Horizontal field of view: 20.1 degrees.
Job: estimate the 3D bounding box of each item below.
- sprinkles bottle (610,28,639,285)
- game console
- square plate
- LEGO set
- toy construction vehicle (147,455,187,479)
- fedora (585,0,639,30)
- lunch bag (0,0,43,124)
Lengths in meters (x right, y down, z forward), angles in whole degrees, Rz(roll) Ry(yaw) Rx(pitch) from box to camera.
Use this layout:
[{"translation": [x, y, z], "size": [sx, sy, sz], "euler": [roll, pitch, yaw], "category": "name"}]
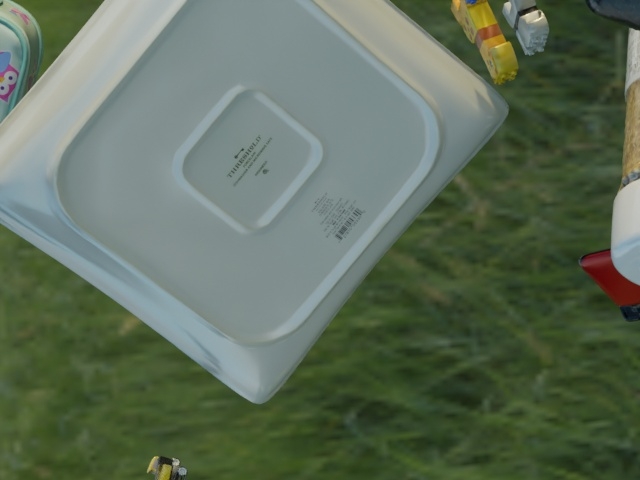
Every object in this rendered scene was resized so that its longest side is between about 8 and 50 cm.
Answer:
[{"translation": [0.280, -0.141, 1.303], "size": [0.121, 0.121, 0.355], "euler": [141, 141, -61], "category": "sprinkles bottle"}, {"translation": [0.312, 0.011, 1.518], "size": [0.144, 0.124, 0.085], "euler": [-14, 107, 36], "category": "game console"}, {"translation": [-0.059, -0.075, 1.488], "size": [0.347, 0.344, 0.049], "euler": [-50, 24, 3], "category": "square plate"}, {"translation": [0.163, -0.194, 1.525], "size": [0.227, 0.087, 0.093], "euler": [90, 158, -73], "category": "LEGO set"}, {"translation": [-0.148, 0.228, 1.577], "size": [0.086, 0.035, 0.098], "euler": [132, 158, -65], "category": "toy construction vehicle"}, {"translation": [0.229, -0.200, 0.978], "size": [0.153, 0.334, 0.334], "euler": [4, 98, 30], "category": "fedora"}, {"translation": [-0.394, -0.146, 1.641], "size": [0.108, 0.279, 0.224], "euler": [-90, 17, -82], "category": "lunch bag"}]
